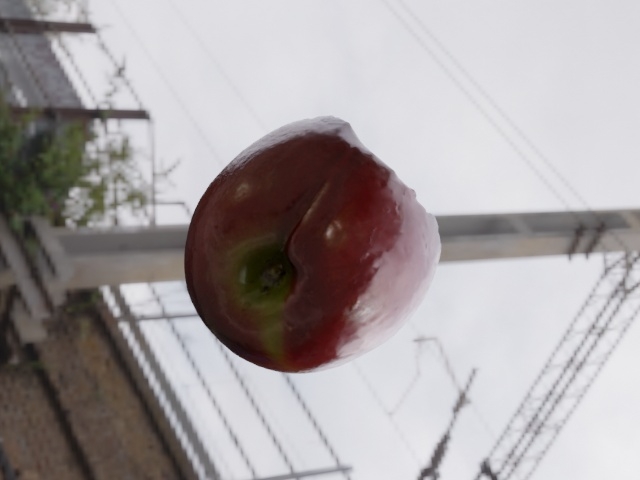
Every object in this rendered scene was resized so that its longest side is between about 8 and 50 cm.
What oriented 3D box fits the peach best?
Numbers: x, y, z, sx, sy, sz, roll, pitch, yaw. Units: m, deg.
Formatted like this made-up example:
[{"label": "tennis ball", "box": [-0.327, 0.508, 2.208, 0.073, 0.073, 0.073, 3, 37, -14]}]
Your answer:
[{"label": "peach", "box": [0.000, 0.000, 1.039, 0.190, 0.226, 0.196, 5, -74, 20]}]
